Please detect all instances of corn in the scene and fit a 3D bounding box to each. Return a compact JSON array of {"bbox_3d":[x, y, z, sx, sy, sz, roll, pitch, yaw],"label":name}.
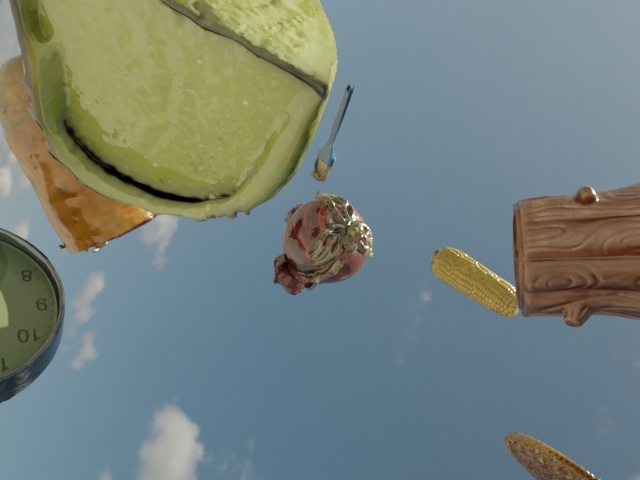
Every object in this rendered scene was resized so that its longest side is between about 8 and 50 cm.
[{"bbox_3d":[0.431,0.116,1.747,0.305,0.106,0.106,38,-78,44],"label":"corn"}]

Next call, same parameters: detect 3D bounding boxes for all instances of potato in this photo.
[{"bbox_3d":[-0.149,-0.186,0.671,0.280,0.331,0.212,-57,-175,43],"label":"potato"}]

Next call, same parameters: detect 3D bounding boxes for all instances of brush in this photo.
[{"bbox_3d":[0.022,-0.173,1.010,0.051,0.014,0.164,45,-61,56],"label":"brush"}]

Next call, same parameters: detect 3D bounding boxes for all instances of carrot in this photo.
[{"bbox_3d":[-0.417,-0.168,1.101,0.224,0.340,0.224,-19,-165,5],"label":"carrot"}]

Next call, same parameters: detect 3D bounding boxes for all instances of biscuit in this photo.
[{"bbox_3d":[0.458,0.449,1.117,0.038,0.305,0.305,-50,-150,-12],"label":"biscuit"}]

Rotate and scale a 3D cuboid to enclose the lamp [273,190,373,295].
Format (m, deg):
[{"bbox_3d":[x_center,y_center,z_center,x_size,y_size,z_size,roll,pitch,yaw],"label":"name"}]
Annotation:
[{"bbox_3d":[-0.004,-0.008,1.114,0.223,0.151,0.215,-10,-138,32],"label":"lamp"}]

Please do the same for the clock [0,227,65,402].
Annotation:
[{"bbox_3d":[-0.548,0.103,0.933,0.066,0.319,0.318,124,-30,-42],"label":"clock"}]

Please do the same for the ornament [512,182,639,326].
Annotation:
[{"bbox_3d":[0.397,0.027,0.910,0.218,0.235,0.221,-2,-112,14],"label":"ornament"}]
